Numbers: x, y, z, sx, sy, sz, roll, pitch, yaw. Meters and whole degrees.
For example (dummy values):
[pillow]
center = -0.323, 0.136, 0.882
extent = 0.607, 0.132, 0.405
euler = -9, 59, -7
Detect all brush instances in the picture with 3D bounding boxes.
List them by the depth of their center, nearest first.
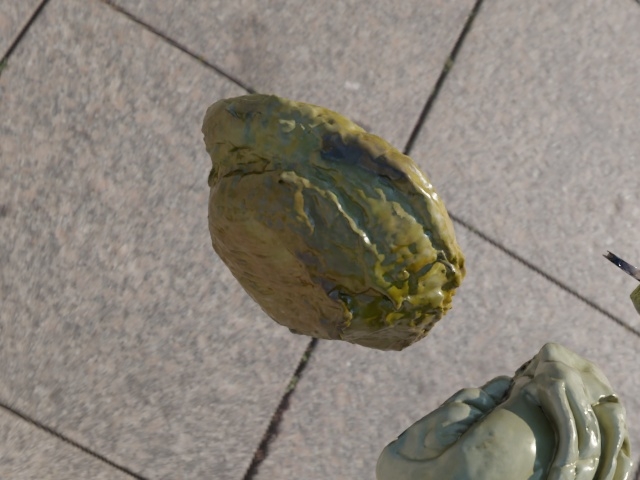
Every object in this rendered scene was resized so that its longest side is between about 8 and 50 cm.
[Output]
[brush]
center = 0.480, 0.080, 1.444
extent = 0.313, 0.072, 0.067
euler = 24, 100, -53

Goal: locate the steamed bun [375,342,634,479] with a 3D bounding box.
[steamed bun]
center = 0.226, 0.264, 1.070
extent = 0.276, 0.289, 0.203
euler = -48, 60, 13

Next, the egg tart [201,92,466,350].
[egg tart]
center = 0.000, 0.000, 1.127
extent = 0.153, 0.340, 0.351
euler = -46, 137, -34
